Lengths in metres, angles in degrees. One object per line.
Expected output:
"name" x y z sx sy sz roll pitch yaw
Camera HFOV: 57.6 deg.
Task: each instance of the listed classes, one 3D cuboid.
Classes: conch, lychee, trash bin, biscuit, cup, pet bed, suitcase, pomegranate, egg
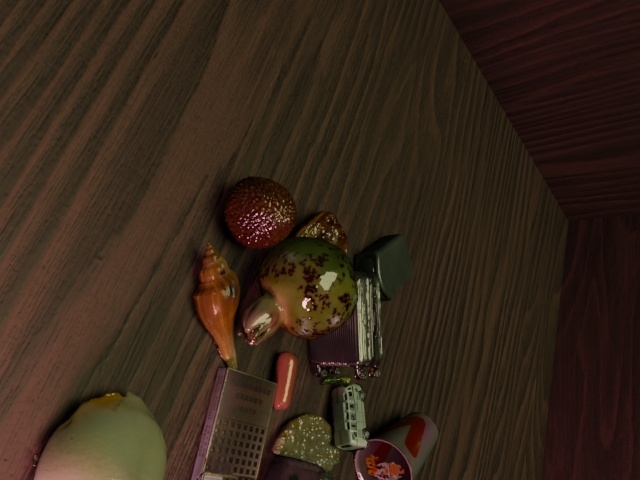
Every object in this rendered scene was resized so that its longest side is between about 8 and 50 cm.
"conch" -0.235 0.162 1.406 0.109 0.093 0.330 -25 105 -56
"lychee" -0.149 -0.067 1.474 0.194 0.194 0.194 10 77 -49
"trash bin" 0.211 0.094 1.942 0.236 0.101 0.176 -35 109 -50
"biscuit" -0.029 0.558 1.633 0.290 0.038 0.141 38 56 -42
"cup" 0.261 0.668 1.863 0.288 0.203 0.203 -14 96 -56
"pet bed" -0.073 0.663 1.452 0.159 0.183 0.211 48 52 -40
"suitcase" 0.072 0.237 1.673 0.128 0.202 0.312 7 80 -49
"pomegranate" -0.069 0.148 1.481 0.341 0.285 0.285 -33 111 -29
"egg" -0.389 0.445 1.123 0.286 0.174 0.264 -55 129 -43

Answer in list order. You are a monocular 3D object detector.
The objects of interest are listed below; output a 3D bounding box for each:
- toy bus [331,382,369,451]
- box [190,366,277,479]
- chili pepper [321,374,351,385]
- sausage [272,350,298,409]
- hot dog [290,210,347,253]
"toy bus" 0.082 0.515 1.712 0.089 0.087 0.194 23 53 -41
"box" -0.212 0.490 1.421 0.180 0.047 0.325 32 60 -42
"chili pepper" 0.048 0.414 1.722 0.034 0.091 0.030 -96 -176 -65
"sausage" -0.098 0.375 1.559 0.062 0.062 0.154 30 63 -44
"hot dog" -0.001 0.002 1.705 0.160 0.099 0.227 58 43 -18
